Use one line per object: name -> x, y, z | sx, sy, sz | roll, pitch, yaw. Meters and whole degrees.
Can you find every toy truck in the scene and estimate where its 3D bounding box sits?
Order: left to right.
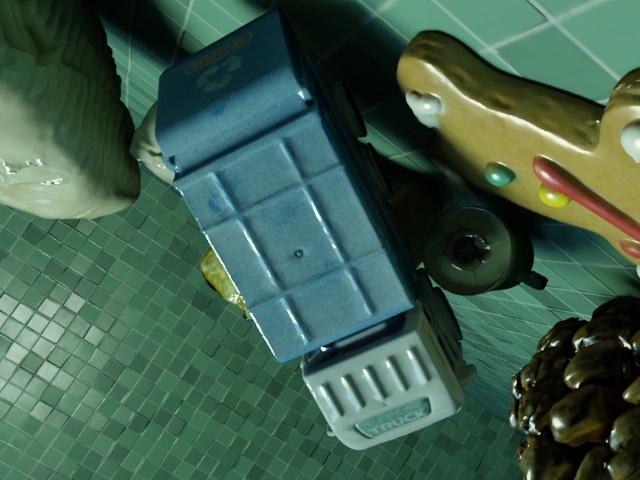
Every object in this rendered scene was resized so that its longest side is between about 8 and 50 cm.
toy truck -> 0.000, 0.000, 0.567 | 0.367, 0.146, 0.175 | 61, -166, -14

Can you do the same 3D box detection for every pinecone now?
pinecone -> 0.286, 0.163, 0.575 | 0.243, 0.243, 0.257 | 32, -159, 10

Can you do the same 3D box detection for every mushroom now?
mushroom -> -0.059, -0.079, 0.767 | 0.407, 0.138, 0.154 | 27, -175, 26

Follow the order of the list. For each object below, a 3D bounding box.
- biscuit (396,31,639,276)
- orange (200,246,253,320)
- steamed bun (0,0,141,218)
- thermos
biscuit -> 0.193, -0.030, 0.424 | 0.339, 0.047, 0.216 | 29, 171, 31
orange -> -0.058, 0.078, 1.400 | 0.368, 0.210, 0.271 | 32, -171, 10
steamed bun -> -0.354, -0.166, 0.733 | 0.324, 0.219, 0.310 | 50, -156, -77
thermos -> 0.157, 0.011, 0.607 | 0.083, 0.073, 0.187 | -5, 176, 25
